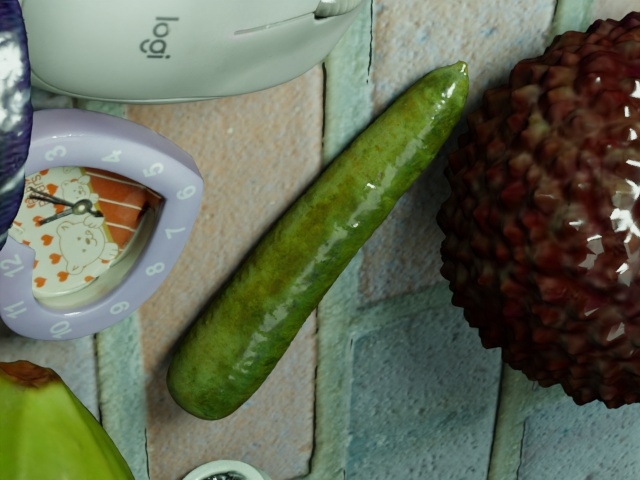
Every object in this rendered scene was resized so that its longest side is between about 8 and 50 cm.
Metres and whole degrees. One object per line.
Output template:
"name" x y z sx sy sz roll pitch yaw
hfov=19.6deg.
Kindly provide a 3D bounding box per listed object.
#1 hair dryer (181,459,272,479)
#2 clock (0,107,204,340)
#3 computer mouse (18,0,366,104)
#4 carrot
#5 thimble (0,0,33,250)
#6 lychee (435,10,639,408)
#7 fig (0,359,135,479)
"hair dryer" -0.183 0.329 1.631 0.357 0.107 0.173 -24 136 -3
"clock" -0.169 -0.025 1.313 0.172 0.064 0.198 -25 139 -8
"computer mouse" -0.077 -0.169 1.189 0.297 0.121 0.184 -1 129 -29
"carrot" 0.000 0.000 1.438 0.074 0.074 0.358 21 116 -43
"thimble" -0.267 -0.091 1.080 0.150 0.237 0.237 -3 132 -33
"lychee" 0.237 -0.020 1.404 0.306 0.306 0.330 9 153 -37
"fig" -0.256 0.244 1.372 0.316 0.316 0.316 -17 137 -16
